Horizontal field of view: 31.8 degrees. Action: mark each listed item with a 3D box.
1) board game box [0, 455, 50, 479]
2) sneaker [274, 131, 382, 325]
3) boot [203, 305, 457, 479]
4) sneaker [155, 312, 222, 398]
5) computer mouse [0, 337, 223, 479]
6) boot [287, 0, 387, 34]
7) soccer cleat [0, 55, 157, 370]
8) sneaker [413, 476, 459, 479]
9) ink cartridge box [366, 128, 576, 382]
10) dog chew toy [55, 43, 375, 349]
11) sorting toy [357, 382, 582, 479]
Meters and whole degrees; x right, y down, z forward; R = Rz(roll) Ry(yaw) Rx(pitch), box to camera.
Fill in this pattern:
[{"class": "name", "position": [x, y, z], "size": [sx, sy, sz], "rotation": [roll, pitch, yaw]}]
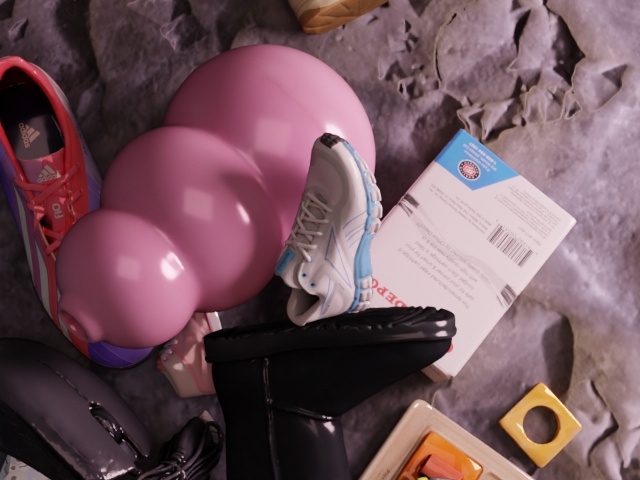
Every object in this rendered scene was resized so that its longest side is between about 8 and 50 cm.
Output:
[{"class": "board game box", "position": [-0.251, 0.210, 1.069], "size": [0.090, 0.020, 0.090], "rotation": [21, 77, -1]}, {"class": "sneaker", "position": [0.000, 0.000, 0.943], "size": [0.083, 0.190, 0.071], "rotation": [-24, 42, -27]}, {"class": "boot", "position": [0.018, 0.172, 1.024], "size": [0.246, 0.094, 0.207], "rotation": [-9, 95, 17]}, {"class": "sneaker", "position": [-0.133, 0.089, 1.089], "size": [0.070, 0.051, 0.134], "rotation": [-16, 85, -14]}, {"class": "computer mouse", "position": [-0.225, 0.152, 1.015], "size": [0.272, 0.188, 0.072], "rotation": [24, 112, 8]}, {"class": "boot", "position": [0.049, -0.358, 1.180], "size": [0.262, 0.095, 0.203], "rotation": [-29, 82, -6]}, {"class": "soccer cleat", "position": [-0.245, -0.025, 1.068], "size": [0.109, 0.116, 0.318], "rotation": [-22, 81, -10]}, {"class": "sneaker", "position": [0.244, 0.301, 1.004], "size": [0.385, 0.147, 0.145], "rotation": [8, 87, -21]}, {"class": "ink cartridge box", "position": [0.127, 0.017, 1.112], "size": [0.148, 0.086, 0.203], "rotation": [40, 79, 4]}, {"class": "dog chew toy", "position": [-0.101, -0.031, 1.015], "size": [0.206, 0.206, 0.332], "rotation": [43, 62, 4]}, {"class": "sorting toy", "position": [0.123, 0.276, 1.079], "size": [0.196, 0.047, 0.347], "rotation": [36, 77, 2]}]
